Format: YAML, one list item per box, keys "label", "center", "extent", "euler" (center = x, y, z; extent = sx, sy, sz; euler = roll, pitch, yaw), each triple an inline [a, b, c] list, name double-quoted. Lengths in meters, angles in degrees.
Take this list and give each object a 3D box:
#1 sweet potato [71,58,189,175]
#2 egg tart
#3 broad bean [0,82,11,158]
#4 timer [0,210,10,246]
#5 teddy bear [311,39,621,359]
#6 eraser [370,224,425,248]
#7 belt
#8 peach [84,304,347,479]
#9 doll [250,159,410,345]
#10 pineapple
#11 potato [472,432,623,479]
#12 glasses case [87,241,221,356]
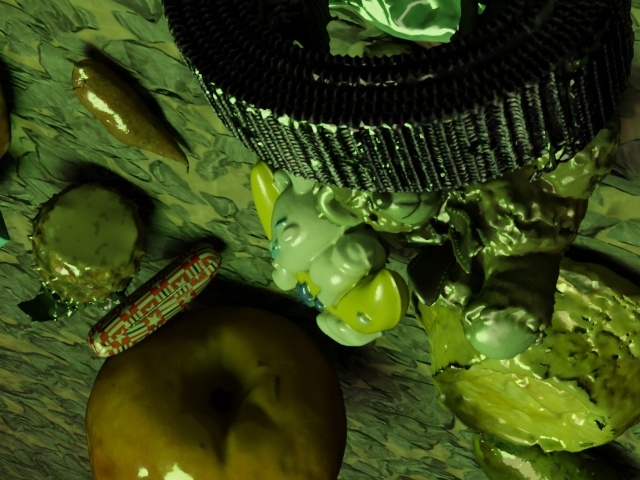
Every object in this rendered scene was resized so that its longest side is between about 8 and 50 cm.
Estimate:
- label: "sweet potato"
  center: [-0.200, -0.127, 1.540]
  extent: [0.056, 0.056, 0.195]
  euler: [2, 150, 39]
- label: "egg tart"
  center: [0.240, 0.134, 1.562]
  extent: [0.345, 0.132, 0.345]
  euler: [18, 153, 10]
- label: "broad bean"
  center: [-0.425, -0.144, 1.626]
  extent: [0.156, 0.122, 0.228]
  euler: [23, 158, 5]
- label: "timer"
  center: [-0.501, -0.087, 1.757]
  extent: [0.250, 0.091, 0.232]
  euler: [52, 180, -28]
- label: "teddy bear"
  center: [0.117, -0.059, 1.274]
  extent: [0.256, 0.156, 0.267]
  euler: [21, 115, 7]
- label: "eraser"
  center: [0.107, -0.021, 1.493]
  extent: [0.052, 0.029, 0.122]
  euler: [42, 149, -26]
- label: "belt"
  center: [0.053, -0.162, 1.000]
  extent: [0.325, 0.260, 0.122]
  euler: [5, 154, 21]
- label: "peach"
  center: [-0.132, 0.250, 1.863]
  extent: [0.343, 0.342, 0.301]
  euler: [21, 143, 9]
- label: "doll"
  center: [0.000, 0.000, 1.507]
  extent: [0.237, 0.111, 0.252]
  euler: [57, 163, 11]
- label: "pineapple"
  center: [-0.307, 0.034, 1.830]
  extent: [0.141, 0.170, 0.310]
  euler: [53, 160, 7]
- label: "potato"
  center: [0.292, 0.303, 1.848]
  extent: [0.251, 0.113, 0.149]
  euler: [33, 157, -20]
- label: "glasses case"
  center: [-0.201, 0.076, 1.778]
  extent: [0.049, 0.194, 0.073]
  euler: [52, 177, -12]
